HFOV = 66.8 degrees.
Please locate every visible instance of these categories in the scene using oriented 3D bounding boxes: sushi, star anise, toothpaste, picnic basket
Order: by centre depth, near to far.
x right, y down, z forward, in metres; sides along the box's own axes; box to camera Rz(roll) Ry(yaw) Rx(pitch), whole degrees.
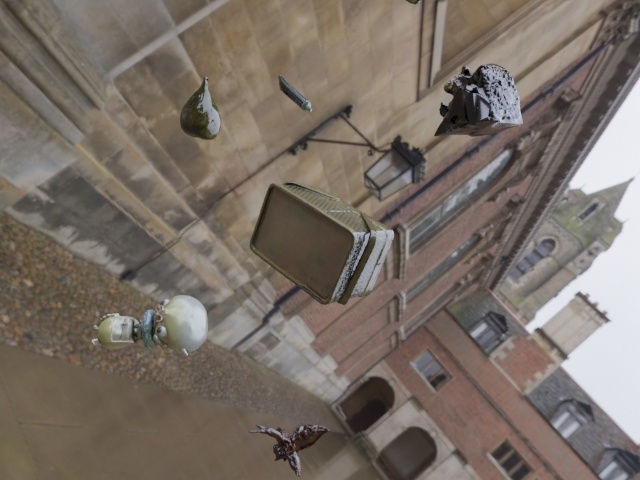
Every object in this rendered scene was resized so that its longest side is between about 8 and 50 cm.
[{"bbox_3d":[0.000,0.000,0.979,0.266,0.165,0.139,33,21,34],"label":"picnic basket"},{"bbox_3d":[-0.054,-0.303,1.015,0.140,0.021,0.037,50,-26,38],"label":"toothpaste"},{"bbox_3d":[-0.086,0.466,1.171,0.158,0.140,0.144,-9,-69,32],"label":"star anise"},{"bbox_3d":[0.497,-0.440,1.506,0.215,0.227,0.213,-174,-103,-70],"label":"sushi"}]

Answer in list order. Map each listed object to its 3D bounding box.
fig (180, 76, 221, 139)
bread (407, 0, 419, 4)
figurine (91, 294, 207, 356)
[{"bbox_3d":[-0.361,-0.407,1.540,0.126,0.185,0.133,36,-13,-35],"label":"fig"},{"bbox_3d":[0.297,-0.857,1.486,0.178,0.142,0.266,44,-9,-9],"label":"bread"},{"bbox_3d":[-0.593,0.328,1.705,0.275,0.394,0.227,92,-9,-47],"label":"figurine"}]
